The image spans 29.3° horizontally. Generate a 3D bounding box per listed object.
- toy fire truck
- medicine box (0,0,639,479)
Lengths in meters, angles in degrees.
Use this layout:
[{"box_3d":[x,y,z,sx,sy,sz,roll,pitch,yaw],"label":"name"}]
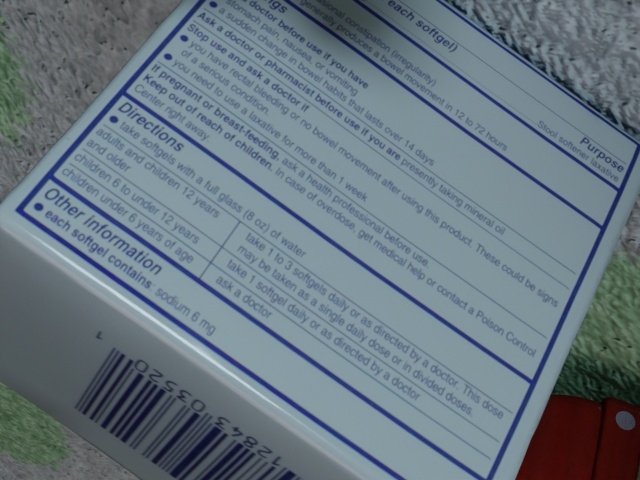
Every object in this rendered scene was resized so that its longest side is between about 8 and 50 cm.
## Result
[{"box_3d":[0.138,0.171,0.920,0.246,0.158,0.217,20,145,0],"label":"toy fire truck"},{"box_3d":[0.000,0.000,0.666,0.263,0.289,0.149,35,144,-4],"label":"medicine box"}]
